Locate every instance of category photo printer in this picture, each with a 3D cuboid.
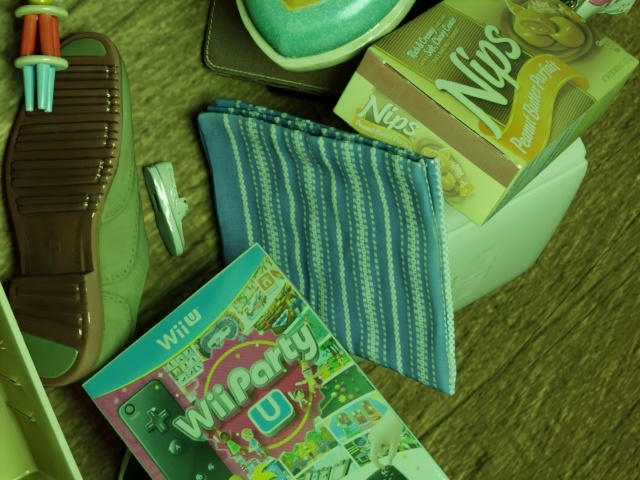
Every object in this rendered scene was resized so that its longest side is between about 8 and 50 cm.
[{"bbox_3d":[0.121,0.004,1.704,0.307,0.256,0.107,-26,67,-27],"label":"photo printer"}]

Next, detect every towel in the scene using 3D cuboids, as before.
[{"bbox_3d":[0.000,0.000,1.554,0.040,0.336,0.243,-23,117,-35],"label":"towel"}]

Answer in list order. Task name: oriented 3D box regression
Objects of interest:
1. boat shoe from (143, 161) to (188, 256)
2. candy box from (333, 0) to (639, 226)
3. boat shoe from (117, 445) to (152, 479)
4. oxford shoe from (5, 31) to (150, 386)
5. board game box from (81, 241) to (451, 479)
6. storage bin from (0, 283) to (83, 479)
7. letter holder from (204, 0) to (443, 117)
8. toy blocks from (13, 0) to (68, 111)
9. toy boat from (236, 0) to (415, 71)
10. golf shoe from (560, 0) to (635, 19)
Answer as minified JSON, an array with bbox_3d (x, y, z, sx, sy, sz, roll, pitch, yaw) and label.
[{"bbox_3d":[-0.154,-0.034,1.649,0.035,0.035,0.100,-21,100,-25],"label":"boat shoe"},{"bbox_3d":[0.172,-0.155,1.569,0.183,0.087,0.316,39,39,11],"label":"candy box"},{"bbox_3d":[-0.145,0.331,1.631,0.187,0.156,0.500,33,78,-28],"label":"boat shoe"},{"bbox_3d":[-0.232,-0.029,1.577,0.130,0.123,0.348,12,84,-63],"label":"oxford shoe"},{"bbox_3d":[-0.047,0.191,1.521,0.224,0.097,0.303,-40,76,0],"label":"board game box"},{"bbox_3d":[-0.393,0.184,1.477,0.260,0.123,0.262,-28,110,-26],"label":"storage bin"},{"bbox_3d":[0.023,-0.291,1.673,0.152,0.214,0.302,19,85,-64],"label":"letter holder"},{"bbox_3d":[-0.300,-0.199,1.508,0.123,0.054,0.148,3,83,-28],"label":"toy blocks"},{"bbox_3d":[-0.048,-0.305,1.512,0.148,0.318,0.267,47,59,-71],"label":"toy boat"},{"bbox_3d":[0.346,-0.300,1.899,0.186,0.067,0.086,-42,117,-21],"label":"golf shoe"}]
